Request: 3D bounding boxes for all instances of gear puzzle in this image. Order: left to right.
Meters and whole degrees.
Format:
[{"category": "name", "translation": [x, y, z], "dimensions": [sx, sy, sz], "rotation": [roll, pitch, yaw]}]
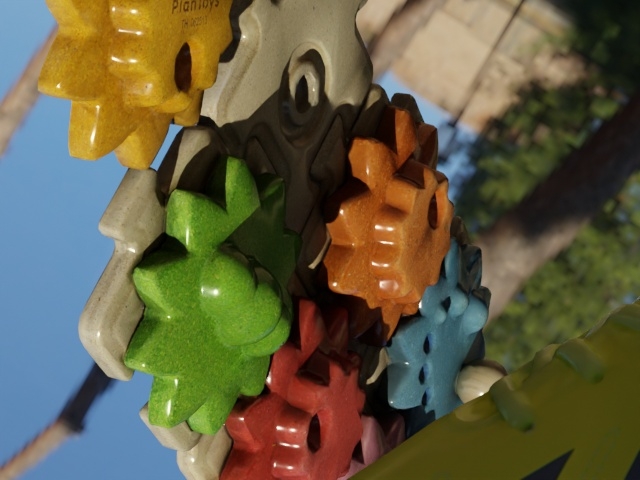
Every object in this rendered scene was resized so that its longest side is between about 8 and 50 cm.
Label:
[{"category": "gear puzzle", "translation": [0.000, 0.000, 0.583], "dimensions": [0.044, 0.175, 0.339], "rotation": [12, 151, 27]}]

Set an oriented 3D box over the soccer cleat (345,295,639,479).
[{"category": "soccer cleat", "translation": [0.106, 0.021, 0.383], "dimensions": [0.093, 0.289, 0.121], "rotation": [-109, -1, -69]}]
